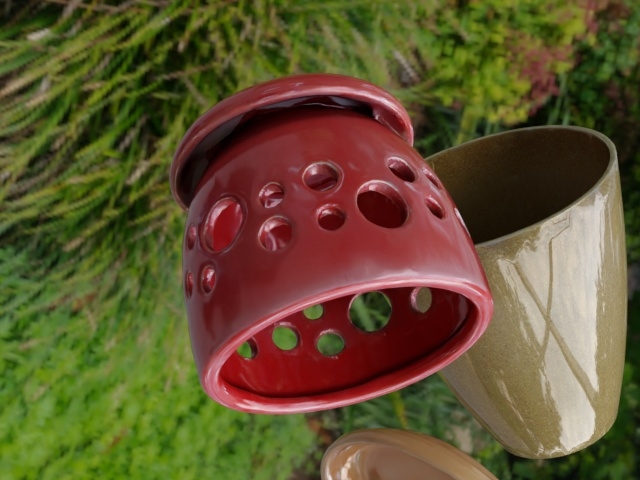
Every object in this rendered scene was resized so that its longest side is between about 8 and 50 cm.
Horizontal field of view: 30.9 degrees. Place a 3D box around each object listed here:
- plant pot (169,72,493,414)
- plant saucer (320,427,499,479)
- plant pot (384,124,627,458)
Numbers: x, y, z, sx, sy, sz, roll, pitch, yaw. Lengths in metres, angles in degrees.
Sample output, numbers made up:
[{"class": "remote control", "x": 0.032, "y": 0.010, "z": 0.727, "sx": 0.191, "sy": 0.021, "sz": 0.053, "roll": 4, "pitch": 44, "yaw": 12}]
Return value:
[{"class": "plant pot", "x": 0.000, "y": 0.000, "z": 0.758, "sx": 0.191, "sy": 0.191, "sz": 0.174, "roll": 74, "pitch": 2, "yaw": -61}, {"class": "plant saucer", "x": 0.091, "y": 0.219, "z": 0.921, "sx": 0.037, "sy": 0.200, "sz": 0.200, "roll": -46, "pitch": 150, "yaw": -34}, {"class": "plant pot", "x": 0.180, "y": 0.060, "z": 1.045, "sx": 0.237, "sy": 0.237, "sz": 0.254, "roll": -54, "pitch": 129, "yaw": -52}]
